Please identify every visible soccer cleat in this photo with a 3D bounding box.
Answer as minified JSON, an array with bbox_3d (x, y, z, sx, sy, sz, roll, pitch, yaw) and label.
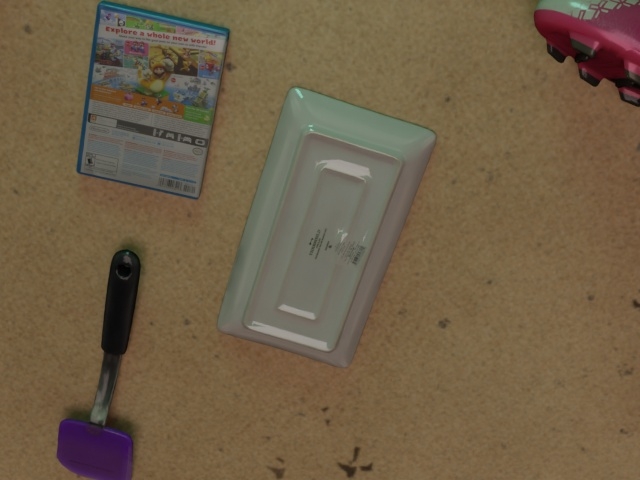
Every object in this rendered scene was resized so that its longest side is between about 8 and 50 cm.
[{"bbox_3d":[0.344,-0.164,0.929,0.331,0.116,0.143,23,92,-5],"label":"soccer cleat"}]

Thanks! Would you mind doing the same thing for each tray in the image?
[{"bbox_3d":[0.000,0.000,1.058,0.145,0.030,0.270,17,115,-5],"label":"tray"}]

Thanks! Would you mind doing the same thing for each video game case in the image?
[{"bbox_3d":[-0.156,-0.126,1.018,0.119,0.015,0.166,13,115,-1],"label":"video game case"}]

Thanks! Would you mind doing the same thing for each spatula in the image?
[{"bbox_3d":[-0.218,0.137,1.134,0.084,0.030,0.296,14,115,0],"label":"spatula"}]
